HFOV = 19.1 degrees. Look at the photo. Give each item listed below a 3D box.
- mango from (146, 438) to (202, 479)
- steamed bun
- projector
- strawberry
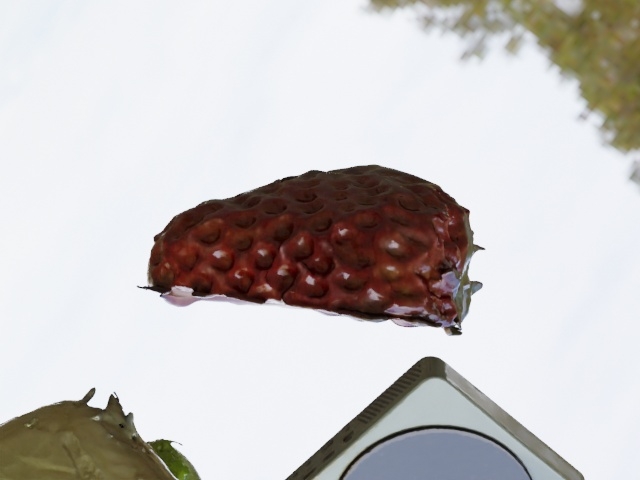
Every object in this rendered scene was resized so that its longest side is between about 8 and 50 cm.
[{"bbox_3d":[-0.178,0.319,2.242,0.100,0.119,0.178,-27,-117,0],"label":"mango"},{"bbox_3d":[-0.235,0.280,1.651,0.273,0.232,0.166,-46,166,-28],"label":"steamed bun"},{"bbox_3d":[0.120,0.280,2.087,0.257,0.259,0.079,-43,-157,18],"label":"projector"},{"bbox_3d":[0.012,0.002,1.690,0.253,0.280,0.150,11,86,-68],"label":"strawberry"}]
